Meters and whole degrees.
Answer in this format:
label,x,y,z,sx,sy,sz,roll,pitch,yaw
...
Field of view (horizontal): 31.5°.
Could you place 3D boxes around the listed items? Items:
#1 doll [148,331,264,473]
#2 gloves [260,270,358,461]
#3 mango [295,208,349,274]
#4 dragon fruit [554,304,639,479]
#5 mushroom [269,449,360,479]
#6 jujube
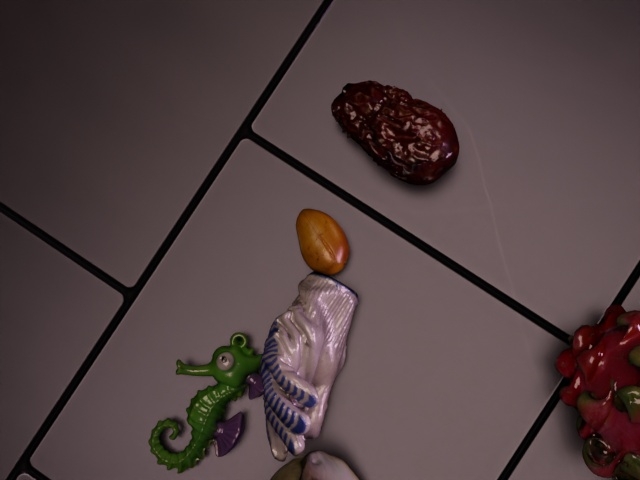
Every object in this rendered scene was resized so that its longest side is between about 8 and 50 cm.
label,x,y,z,sx,sy,sz,roll,pitch,yaw
doll,-0.137,0.197,1.372,0.115,0.050,0.190,29,90,3
gloves,-0.019,0.149,1.336,0.097,0.119,0.229,-6,59,38
mango,0.000,0.000,1.379,0.060,0.046,0.089,-33,79,2
dragon fruit,0.390,0.200,1.267,0.218,0.198,0.272,-31,106,-27
mushroom,-0.004,0.382,1.281,0.164,0.189,0.267,-31,106,12
jujube,0.094,-0.135,1.360,0.166,0.104,0.104,44,90,18
